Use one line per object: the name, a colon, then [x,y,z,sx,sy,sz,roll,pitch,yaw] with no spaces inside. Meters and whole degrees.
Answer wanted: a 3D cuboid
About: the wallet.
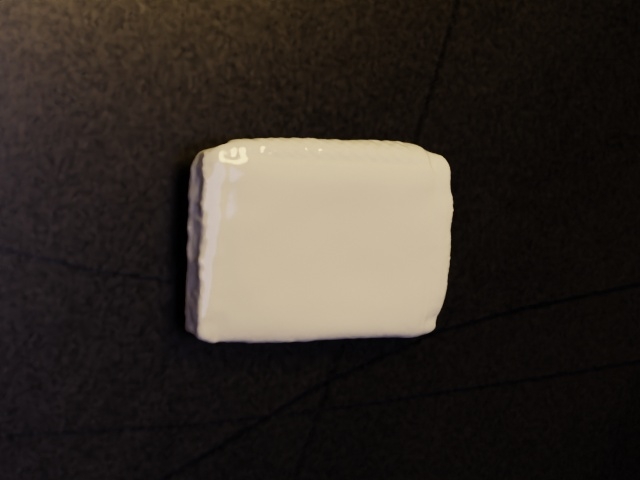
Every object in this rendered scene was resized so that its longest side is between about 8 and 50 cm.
wallet: [0.000,0.000,1.110,0.183,0.032,0.124,-1,96,-34]
